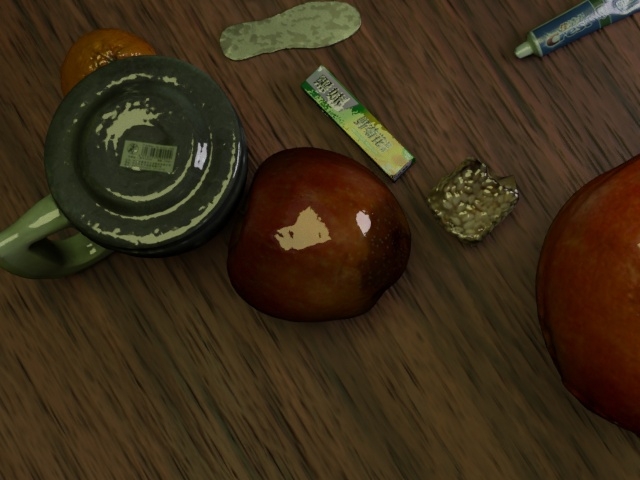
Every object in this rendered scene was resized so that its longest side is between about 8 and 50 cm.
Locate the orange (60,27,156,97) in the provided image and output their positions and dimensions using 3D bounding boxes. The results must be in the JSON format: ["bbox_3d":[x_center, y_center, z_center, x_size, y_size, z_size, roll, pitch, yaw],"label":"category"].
[{"bbox_3d":[-0.276,-0.214,1.783,0.135,0.117,0.136,-3,75,11],"label":"orange"}]

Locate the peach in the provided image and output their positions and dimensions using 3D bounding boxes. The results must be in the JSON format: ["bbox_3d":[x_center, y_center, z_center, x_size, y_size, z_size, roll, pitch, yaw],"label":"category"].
[{"bbox_3d":[0.419,0.056,1.558,0.372,0.373,0.290,-38,43,1],"label":"peach"}]

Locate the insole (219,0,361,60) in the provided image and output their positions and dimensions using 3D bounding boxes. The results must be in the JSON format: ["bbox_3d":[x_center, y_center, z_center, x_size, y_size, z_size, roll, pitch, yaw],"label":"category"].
[{"bbox_3d":[-0.041,-0.280,1.816,0.193,0.006,0.065,-12,80,6],"label":"insole"}]

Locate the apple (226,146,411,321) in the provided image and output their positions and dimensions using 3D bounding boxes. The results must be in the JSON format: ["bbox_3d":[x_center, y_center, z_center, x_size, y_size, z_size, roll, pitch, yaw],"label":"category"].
[{"bbox_3d":[0.000,0.000,1.663,0.229,0.230,0.230,-1,81,8],"label":"apple"}]

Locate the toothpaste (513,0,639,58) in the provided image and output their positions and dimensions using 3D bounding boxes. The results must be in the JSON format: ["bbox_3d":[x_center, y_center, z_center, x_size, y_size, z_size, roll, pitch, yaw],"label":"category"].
[{"bbox_3d":[0.338,-0.286,1.753,0.197,0.035,0.057,-28,94,1],"label":"toothpaste"}]

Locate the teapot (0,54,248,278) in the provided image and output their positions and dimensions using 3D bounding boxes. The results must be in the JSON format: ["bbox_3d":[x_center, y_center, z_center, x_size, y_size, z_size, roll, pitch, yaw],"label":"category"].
[{"bbox_3d":[-0.220,-0.048,1.687,0.239,0.239,0.322,29,81,13],"label":"teapot"}]

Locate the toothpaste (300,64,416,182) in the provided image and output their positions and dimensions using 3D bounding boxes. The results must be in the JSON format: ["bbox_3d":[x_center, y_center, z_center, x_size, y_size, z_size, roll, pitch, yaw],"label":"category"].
[{"bbox_3d":[0.049,-0.151,1.768,0.043,0.037,0.178,-44,78,1],"label":"toothpaste"}]

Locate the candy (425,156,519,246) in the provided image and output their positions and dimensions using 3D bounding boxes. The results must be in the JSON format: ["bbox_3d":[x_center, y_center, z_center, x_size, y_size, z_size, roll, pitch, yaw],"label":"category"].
[{"bbox_3d":[0.193,-0.053,1.711,0.095,0.085,0.110,40,98,5],"label":"candy"}]
